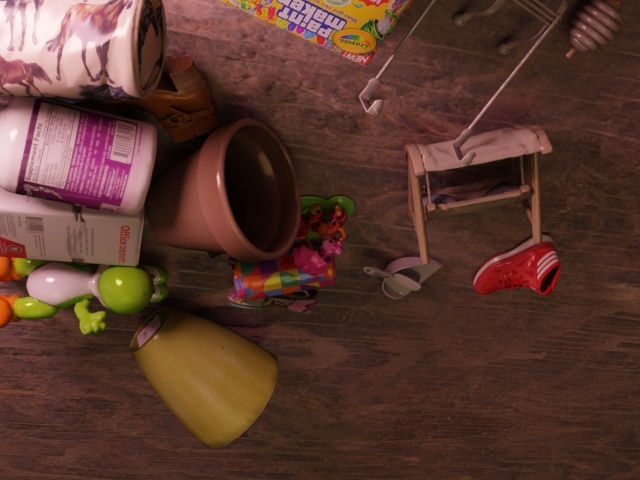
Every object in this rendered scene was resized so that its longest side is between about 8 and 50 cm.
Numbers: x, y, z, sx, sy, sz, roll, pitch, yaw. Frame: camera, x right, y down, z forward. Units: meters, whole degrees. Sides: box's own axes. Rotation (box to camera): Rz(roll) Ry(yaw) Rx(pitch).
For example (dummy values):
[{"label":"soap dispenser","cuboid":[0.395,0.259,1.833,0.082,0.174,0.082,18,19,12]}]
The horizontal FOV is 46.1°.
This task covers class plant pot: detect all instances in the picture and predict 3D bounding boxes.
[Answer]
[{"label":"plant pot","cuboid":[-0.196,-0.079,1.410,0.229,0.263,0.263,-9,141,29]},{"label":"plant pot","cuboid":[-0.297,0.295,1.780,0.275,0.274,0.293,-34,117,25]}]

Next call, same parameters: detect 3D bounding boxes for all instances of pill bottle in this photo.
[{"label":"pill bottle","cuboid":[-0.440,-0.149,1.259,0.302,0.169,0.169,12,134,-20]}]

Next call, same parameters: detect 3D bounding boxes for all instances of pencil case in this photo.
[{"label":"pencil case","cuboid":[-0.417,-0.298,1.086,0.411,0.160,0.183,4,98,8]},{"label":"pencil case","cuboid":[-0.084,0.067,1.664,0.237,0.104,0.104,-7,137,-2]}]

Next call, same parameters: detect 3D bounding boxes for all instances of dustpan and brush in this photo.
[{"label":"dustpan and brush","cuboid":[0.176,0.081,1.748,0.211,0.060,0.147,25,128,-31]}]

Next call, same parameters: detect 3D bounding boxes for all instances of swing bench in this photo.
[{"label":"swing bench","cuboid":[0.303,-0.113,1.493,0.254,0.165,0.254,-9,132,1]}]

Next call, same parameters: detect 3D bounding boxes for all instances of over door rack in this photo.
[{"label":"over door rack","cuboid":[0.231,-0.322,1.269,0.240,0.108,0.324,22,109,-29]}]

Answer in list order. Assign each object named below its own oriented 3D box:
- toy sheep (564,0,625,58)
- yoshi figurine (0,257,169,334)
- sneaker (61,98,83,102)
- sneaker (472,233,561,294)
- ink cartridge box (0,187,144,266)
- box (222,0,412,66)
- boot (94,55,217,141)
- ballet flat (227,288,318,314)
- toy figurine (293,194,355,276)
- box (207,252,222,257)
[{"label":"toy sheep","cuboid":[0.472,-0.368,1.298,0.091,0.091,0.132,23,111,-30]},{"label":"yoshi figurine","cuboid":[-0.498,0.091,1.557,0.363,0.203,0.203,-2,131,-11]},{"label":"sneaker","cuboid":[-0.430,-0.284,1.206,0.297,0.130,0.111,-5,139,-2]},{"label":"sneaker","cuboid":[0.459,0.089,1.754,0.087,0.128,0.221,28,125,-32]},{"label":"ink cartridge box","cuboid":[-0.477,-0.048,1.429,0.273,0.114,0.197,6,151,-14]},{"label":"box","cuboid":[0.008,-0.452,1.065,0.290,0.177,0.279,17,132,-26]},{"label":"boot","cuboid":[-0.287,-0.234,1.328,0.197,0.072,0.152,-11,142,6]},{"label":"ballet flat","cuboid":[-0.105,0.121,1.747,0.222,0.077,0.079,11,116,-27]},{"label":"toy figurine","cuboid":[0.000,0.000,1.560,0.173,0.159,0.130,-16,137,7]},{"label":"box","cuboid":[-0.187,-0.029,1.594,0.162,0.029,0.116,-19,136,13]}]
